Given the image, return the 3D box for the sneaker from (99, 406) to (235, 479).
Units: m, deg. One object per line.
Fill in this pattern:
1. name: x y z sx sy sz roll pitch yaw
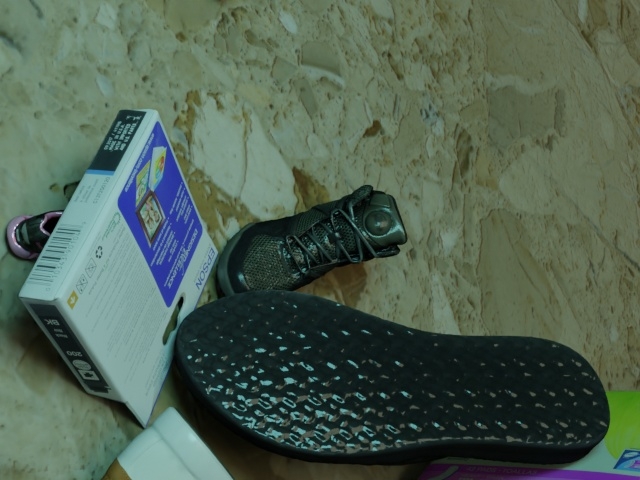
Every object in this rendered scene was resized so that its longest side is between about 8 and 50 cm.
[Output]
1. sneaker: -0.095 0.283 0.949 0.123 0.106 0.290 -40 114 -13

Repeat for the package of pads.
1. package of pads: 0.267 0.251 1.156 0.229 0.296 0.101 -37 114 -47

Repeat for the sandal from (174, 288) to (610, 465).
1. sandal: 0.069 0.162 1.056 0.445 0.107 0.168 11 50 -16

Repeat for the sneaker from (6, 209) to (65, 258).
1. sneaker: -0.212 -0.010 0.947 0.119 0.057 0.047 -11 81 -48

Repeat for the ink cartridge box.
1. ink cartridge box: -0.167 0.027 0.955 0.208 0.045 0.206 72 31 -49

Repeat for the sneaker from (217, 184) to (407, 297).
1. sneaker: 0.000 0.000 1.105 0.227 0.130 0.087 -21 89 -45
